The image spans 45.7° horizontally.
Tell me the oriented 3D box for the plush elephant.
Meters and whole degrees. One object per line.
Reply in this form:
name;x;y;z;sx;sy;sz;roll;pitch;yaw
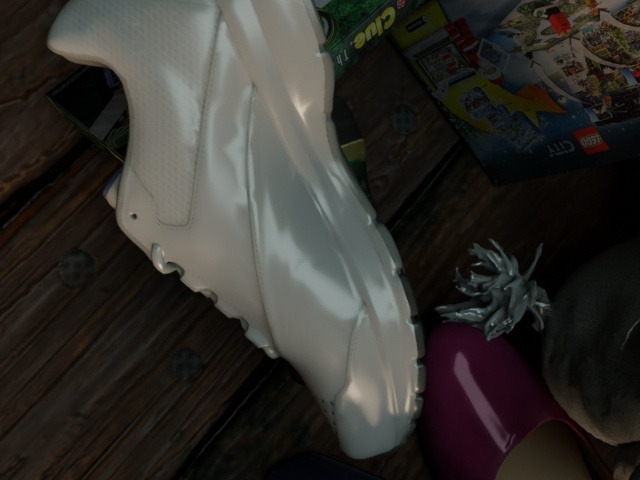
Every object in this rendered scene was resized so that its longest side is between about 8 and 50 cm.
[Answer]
plush elephant;0.271;0.078;0.465;0.330;0.255;0.272;10;97;-21

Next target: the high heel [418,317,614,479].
high heel;0.208;0.217;0.549;0.127;0.181;0.377;-38;102;-17

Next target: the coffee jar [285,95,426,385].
coffee jar;0.000;0.000;0.516;0.079;0.096;0.184;-28;102;-55

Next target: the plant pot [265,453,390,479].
plant pot;0.046;0.274;0.466;0.236;0.236;0.212;35;72;-17

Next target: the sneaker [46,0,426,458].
sneaker;-0.034;-0.011;0.401;0.129;0.111;0.297;-23;103;-4

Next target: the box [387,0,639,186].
box;0.160;-0.125;0.506;0.044;0.233;0.159;-46;105;-22

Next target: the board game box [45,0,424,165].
board game box;-0.038;-0.139;0.495;0.259;0.136;0.030;-43;146;-15
